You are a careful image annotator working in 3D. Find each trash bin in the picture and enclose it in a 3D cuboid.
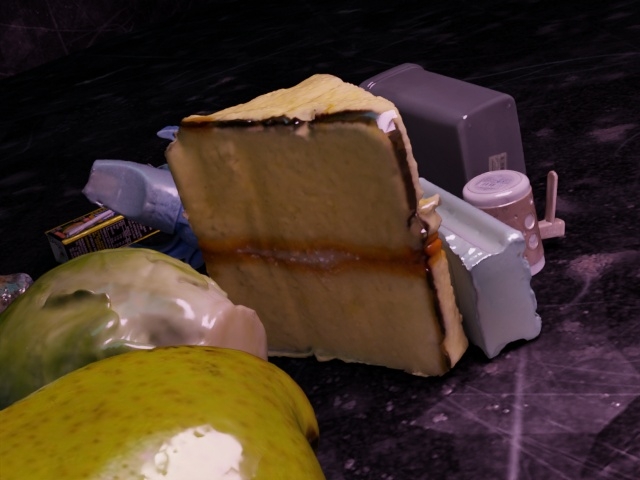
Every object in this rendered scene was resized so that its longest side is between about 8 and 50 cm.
[{"bbox_3d":[0.136,-0.111,1.109,0.101,0.176,0.236,-26,30,-23],"label":"trash bin"}]

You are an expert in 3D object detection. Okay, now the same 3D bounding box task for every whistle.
[{"bbox_3d":[-0.157,-0.040,1.146,0.269,0.180,0.093,19,21,-7],"label":"whistle"}]

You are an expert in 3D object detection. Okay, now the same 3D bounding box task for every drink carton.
[{"bbox_3d":[-0.298,-0.019,1.317,0.166,0.056,0.071,-29,30,-28],"label":"drink carton"}]

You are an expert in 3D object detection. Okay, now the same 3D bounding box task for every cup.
[{"bbox_3d":[0.202,-0.020,0.952,0.102,0.099,0.074,-12,24,8],"label":"cup"}]

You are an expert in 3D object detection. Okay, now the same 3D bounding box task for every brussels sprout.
[{"bbox_3d":[-0.170,0.110,0.755,0.244,0.244,0.244,-13,24,6],"label":"brussels sprout"}]

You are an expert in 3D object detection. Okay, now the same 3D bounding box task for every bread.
[{"bbox_3d":[0.000,0.000,0.841,0.198,0.263,0.236,-27,27,-19],"label":"bread"}]

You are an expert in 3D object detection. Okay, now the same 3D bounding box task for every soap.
[{"bbox_3d":[0.129,0.021,0.894,0.063,0.114,0.198,-22,23,-13],"label":"soap"}]

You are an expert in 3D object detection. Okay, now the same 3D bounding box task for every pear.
[{"bbox_3d":[-0.109,0.188,0.526,0.343,0.238,0.318,6,40,41],"label":"pear"}]

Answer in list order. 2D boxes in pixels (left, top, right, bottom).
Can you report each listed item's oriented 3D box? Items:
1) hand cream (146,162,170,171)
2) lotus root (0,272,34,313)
[{"bbox_3d":[-0.171,-0.155,1.542,0.248,0.052,0.075,-31,27,-31],"label":"hand cream"},{"bbox_3d":[-0.503,0.084,1.087,0.350,0.175,0.175,-10,24,11],"label":"lotus root"}]
